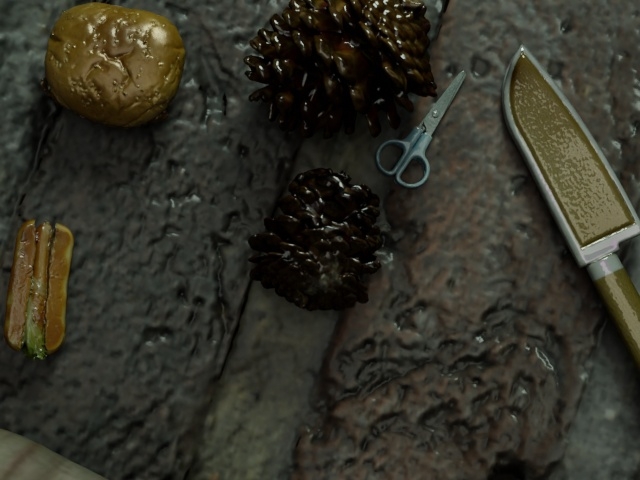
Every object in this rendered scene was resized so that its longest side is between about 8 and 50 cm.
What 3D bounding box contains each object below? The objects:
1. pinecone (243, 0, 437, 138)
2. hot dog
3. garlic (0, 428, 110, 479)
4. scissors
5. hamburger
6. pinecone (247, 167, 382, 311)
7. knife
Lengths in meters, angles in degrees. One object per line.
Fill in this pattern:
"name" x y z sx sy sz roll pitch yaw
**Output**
"pinecone" 0.010 -0.108 0.570 0.109 0.102 0.102 -7 83 7
"hot dog" -0.164 0.029 0.579 0.037 0.021 0.083 11 79 -22
"garlic" -0.186 0.219 0.435 0.317 0.259 0.318 0 87 0
"scissors" 0.067 -0.070 0.608 0.036 0.006 0.083 35 82 1
"hamburger" -0.122 -0.104 0.587 0.083 0.044 0.076 7 83 -4
"pinecone" 0.000 0.000 0.566 0.077 0.077 0.083 19 56 1
"knife" 0.170 -0.003 0.594 0.046 0.022 0.256 -25 80 2
